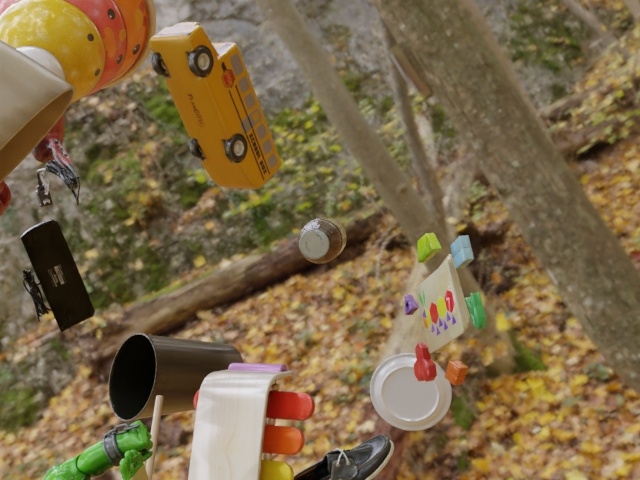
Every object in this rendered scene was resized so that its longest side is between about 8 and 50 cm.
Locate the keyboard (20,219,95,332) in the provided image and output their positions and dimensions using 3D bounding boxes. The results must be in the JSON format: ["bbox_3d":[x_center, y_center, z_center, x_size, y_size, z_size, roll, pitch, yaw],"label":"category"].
[{"bbox_3d":[-0.479,0.066,1.453,0.100,0.191,0.038,-28,15,-36],"label":"keyboard"}]

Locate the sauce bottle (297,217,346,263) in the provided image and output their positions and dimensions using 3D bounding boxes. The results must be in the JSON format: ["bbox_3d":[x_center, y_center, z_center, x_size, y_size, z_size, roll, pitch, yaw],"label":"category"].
[{"bbox_3d":[0.000,0.000,2.007,0.111,0.111,0.344,-31,-2,7],"label":"sauce bottle"}]

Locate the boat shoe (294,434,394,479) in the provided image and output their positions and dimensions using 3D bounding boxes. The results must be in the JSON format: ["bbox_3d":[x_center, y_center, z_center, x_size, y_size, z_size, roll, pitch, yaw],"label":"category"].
[{"bbox_3d":[0.044,0.465,1.683,0.233,0.079,0.084,-30,25,-5],"label":"boat shoe"}]

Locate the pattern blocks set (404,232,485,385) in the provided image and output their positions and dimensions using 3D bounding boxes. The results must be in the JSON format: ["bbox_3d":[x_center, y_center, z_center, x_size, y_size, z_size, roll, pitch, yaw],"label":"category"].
[{"bbox_3d":[0.226,0.126,1.531,0.026,0.285,0.325,-5,-11,-15],"label":"pattern blocks set"}]

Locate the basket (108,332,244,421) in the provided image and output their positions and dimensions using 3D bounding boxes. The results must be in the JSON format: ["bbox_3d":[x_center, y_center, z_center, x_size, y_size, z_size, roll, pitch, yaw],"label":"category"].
[{"bbox_3d":[-0.281,0.274,1.664,0.227,0.154,0.204,7,-42,-41],"label":"basket"}]

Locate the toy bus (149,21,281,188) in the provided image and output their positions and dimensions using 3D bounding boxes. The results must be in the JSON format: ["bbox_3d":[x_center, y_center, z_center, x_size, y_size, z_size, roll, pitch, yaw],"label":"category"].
[{"bbox_3d":[-0.188,-0.249,1.528,0.108,0.332,0.130,8,43,36],"label":"toy bus"}]

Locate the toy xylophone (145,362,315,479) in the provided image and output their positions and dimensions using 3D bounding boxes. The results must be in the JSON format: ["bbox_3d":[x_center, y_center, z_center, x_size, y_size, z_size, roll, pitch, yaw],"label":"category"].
[{"bbox_3d":[-0.146,0.327,1.207,0.236,0.322,0.081,6,-15,28],"label":"toy xylophone"}]

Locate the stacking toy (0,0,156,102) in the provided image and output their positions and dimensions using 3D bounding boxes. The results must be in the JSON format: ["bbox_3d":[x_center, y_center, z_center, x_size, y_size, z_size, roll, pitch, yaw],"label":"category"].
[{"bbox_3d":[-0.517,-0.367,1.595,0.351,0.350,0.479,-32,32,18],"label":"stacking toy"}]

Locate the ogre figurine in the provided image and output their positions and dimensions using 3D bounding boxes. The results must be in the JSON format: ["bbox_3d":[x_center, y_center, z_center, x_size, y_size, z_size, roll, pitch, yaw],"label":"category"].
[{"bbox_3d":[-0.226,0.284,0.812,0.118,0.196,0.097,-15,-18,12],"label":"ogre figurine"}]

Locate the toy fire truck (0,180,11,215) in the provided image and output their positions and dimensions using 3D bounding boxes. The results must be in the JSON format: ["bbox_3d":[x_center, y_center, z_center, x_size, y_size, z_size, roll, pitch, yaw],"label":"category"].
[{"bbox_3d":[-0.909,-0.142,1.973,0.254,0.302,0.169,-32,-4,-19],"label":"toy fire truck"}]

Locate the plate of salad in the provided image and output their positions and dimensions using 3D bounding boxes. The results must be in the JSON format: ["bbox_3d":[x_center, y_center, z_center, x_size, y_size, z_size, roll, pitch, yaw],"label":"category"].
[{"bbox_3d":[0.221,0.368,2.017,0.200,0.199,0.048,-32,2,16],"label":"plate of salad"}]

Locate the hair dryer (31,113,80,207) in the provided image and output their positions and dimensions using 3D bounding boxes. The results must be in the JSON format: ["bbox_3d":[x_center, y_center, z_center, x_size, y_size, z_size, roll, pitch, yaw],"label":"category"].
[{"bbox_3d":[-0.660,-0.229,2.096,0.224,0.293,0.080,-4,6,42],"label":"hair dryer"}]

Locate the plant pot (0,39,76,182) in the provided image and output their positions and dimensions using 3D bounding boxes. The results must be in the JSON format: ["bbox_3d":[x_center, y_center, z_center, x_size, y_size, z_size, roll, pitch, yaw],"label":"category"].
[{"bbox_3d":[-0.549,-0.220,1.195,0.256,0.274,0.256,-46,11,12],"label":"plant pot"}]
